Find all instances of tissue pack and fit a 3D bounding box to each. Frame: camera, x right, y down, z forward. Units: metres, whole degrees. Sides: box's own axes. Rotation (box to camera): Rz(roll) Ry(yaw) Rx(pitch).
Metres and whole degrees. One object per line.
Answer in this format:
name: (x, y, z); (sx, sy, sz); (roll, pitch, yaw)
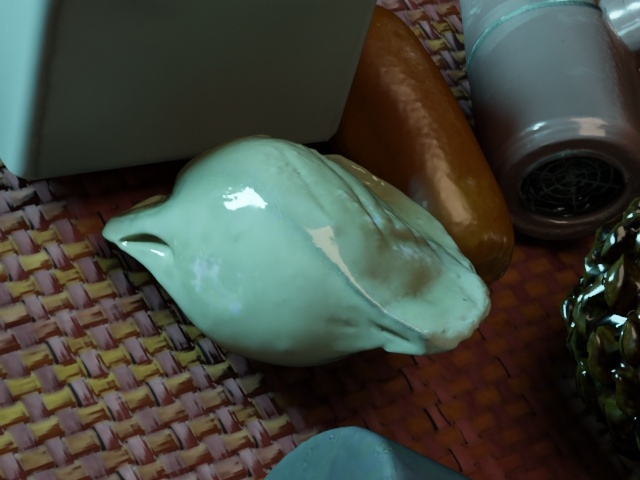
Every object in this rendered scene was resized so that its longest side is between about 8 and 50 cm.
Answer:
tissue pack: (-0.108, -0.147, 1.105); (0.246, 0.136, 0.159); (-10, 41, -34)

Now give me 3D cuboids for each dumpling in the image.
dumpling: (0.000, 0.000, 1.064); (0.252, 0.131, 0.179); (16, 25, 30)

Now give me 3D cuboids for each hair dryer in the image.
hair dryer: (0.266, -0.156, 1.208); (0.125, 0.352, 0.210); (42, 34, -41)

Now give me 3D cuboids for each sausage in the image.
sausage: (0.058, -0.070, 1.189); (0.098, 0.098, 0.238); (-10, 62, -33)

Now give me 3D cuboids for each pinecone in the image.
pinecone: (0.261, 0.055, 1.122); (0.221, 0.221, 0.221); (14, 49, -17)

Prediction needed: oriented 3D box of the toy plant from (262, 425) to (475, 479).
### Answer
toy plant: (0.138, 0.256, 0.914); (0.400, 0.185, 0.279); (32, 33, -25)
